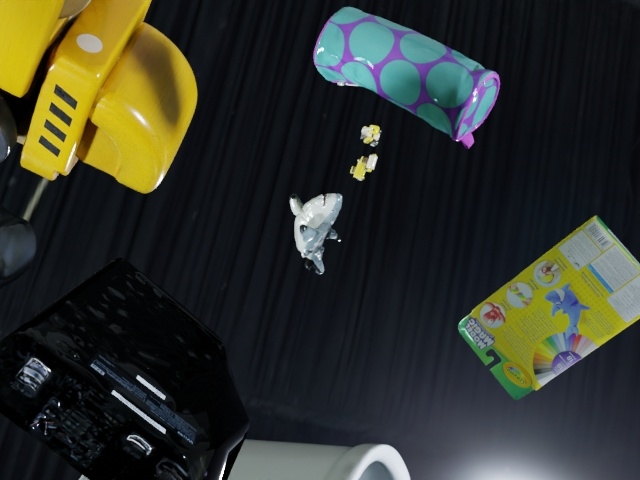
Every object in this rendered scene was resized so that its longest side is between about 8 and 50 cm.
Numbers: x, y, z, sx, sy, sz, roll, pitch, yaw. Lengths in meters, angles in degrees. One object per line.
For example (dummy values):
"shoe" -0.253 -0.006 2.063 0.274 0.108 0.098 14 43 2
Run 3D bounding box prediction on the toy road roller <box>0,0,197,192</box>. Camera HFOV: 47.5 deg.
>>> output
"toy road roller" -0.226 -0.193 0.725 0.241 0.202 0.329 26 137 -16

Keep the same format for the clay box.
"clay box" 0.294 0.087 0.907 0.222 0.127 0.053 -42 167 23

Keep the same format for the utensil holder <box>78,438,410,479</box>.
"utensil holder" -0.101 0.419 0.952 0.386 0.327 0.327 -2 158 25

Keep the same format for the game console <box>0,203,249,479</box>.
"game console" -0.186 0.007 0.413 0.361 0.044 0.213 41 -177 -7

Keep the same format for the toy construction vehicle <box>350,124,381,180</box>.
"toy construction vehicle" 0.072 -0.145 1.196 0.035 0.085 0.098 18 179 -6

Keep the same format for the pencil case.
"pencil case" 0.072 -0.141 0.620 0.152 0.064 0.070 31 131 20

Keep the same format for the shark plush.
"shark plush" 0.000 0.000 1.051 0.067 0.073 0.161 -12 127 -9
